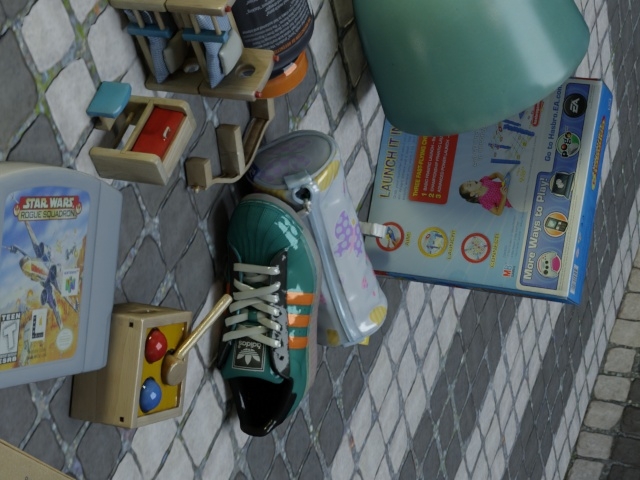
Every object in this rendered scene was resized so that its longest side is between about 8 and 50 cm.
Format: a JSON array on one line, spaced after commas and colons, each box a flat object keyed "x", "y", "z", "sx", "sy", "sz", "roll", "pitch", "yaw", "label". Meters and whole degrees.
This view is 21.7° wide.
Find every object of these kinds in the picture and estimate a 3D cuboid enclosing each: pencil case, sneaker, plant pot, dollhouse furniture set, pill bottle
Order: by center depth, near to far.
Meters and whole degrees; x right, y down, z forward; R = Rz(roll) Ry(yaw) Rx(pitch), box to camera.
[{"x": -0.142, "y": -0.164, "z": 1.626, "sx": 0.129, "sy": 0.129, "sz": 0.184, "roll": 70, "pitch": 35, "yaw": -48, "label": "dollhouse furniture set"}, {"x": -0.080, "y": -0.262, "z": 1.743, "sx": 0.246, "sy": 0.130, "sz": 0.130, "roll": 72, "pitch": 33, "yaw": -46, "label": "pill bottle"}, {"x": -0.063, "y": 0.095, "z": 1.930, "sx": 0.121, "sy": 0.108, "sz": 0.302, "roll": -60, "pitch": 150, "yaw": -51, "label": "sneaker"}, {"x": 0.000, "y": 0.000, "z": 1.998, "sx": 0.113, "sy": 0.124, "sz": 0.273, "roll": -27, "pitch": 129, "yaw": -11, "label": "pencil case"}, {"x": 0.174, "y": -0.316, "z": 2.163, "sx": 0.235, "sy": 0.293, "sz": 0.293, "roll": 63, "pitch": 38, "yaw": -30, "label": "plant pot"}]

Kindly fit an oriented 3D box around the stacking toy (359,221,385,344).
[{"x": 0.021, "y": 0.050, "z": 2.194, "sx": 0.221, "sy": 0.052, "sz": 0.167, "roll": 16, "pitch": 82, "yaw": -67, "label": "stacking toy"}]

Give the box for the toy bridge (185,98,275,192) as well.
[{"x": -0.100, "y": -0.100, "z": 1.883, "sx": 0.188, "sy": 0.026, "sz": 0.063, "roll": -52, "pitch": 144, "yaw": -50, "label": "toy bridge"}]

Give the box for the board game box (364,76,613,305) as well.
[{"x": 0.232, "y": -0.082, "z": 2.333, "sx": 0.086, "sy": 0.301, "sz": 0.308, "roll": 25, "pitch": 75, "yaw": -67, "label": "board game box"}]

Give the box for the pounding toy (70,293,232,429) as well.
[{"x": -0.169, "y": 0.116, "z": 1.688, "sx": 0.141, "sy": 0.100, "sz": 0.130, "roll": -4, "pitch": 101, "yaw": -67, "label": "pounding toy"}]

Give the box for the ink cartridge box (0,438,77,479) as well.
[{"x": -0.302, "y": 0.273, "z": 1.435, "sx": 0.235, "sy": 0.088, "sz": 0.193, "roll": 49, "pitch": 51, "yaw": -61, "label": "ink cartridge box"}]

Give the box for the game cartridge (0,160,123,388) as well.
[{"x": -0.268, "y": 0.029, "z": 1.488, "sx": 0.297, "sy": 0.062, "sz": 0.198, "roll": -5, "pitch": 106, "yaw": -67, "label": "game cartridge"}]
